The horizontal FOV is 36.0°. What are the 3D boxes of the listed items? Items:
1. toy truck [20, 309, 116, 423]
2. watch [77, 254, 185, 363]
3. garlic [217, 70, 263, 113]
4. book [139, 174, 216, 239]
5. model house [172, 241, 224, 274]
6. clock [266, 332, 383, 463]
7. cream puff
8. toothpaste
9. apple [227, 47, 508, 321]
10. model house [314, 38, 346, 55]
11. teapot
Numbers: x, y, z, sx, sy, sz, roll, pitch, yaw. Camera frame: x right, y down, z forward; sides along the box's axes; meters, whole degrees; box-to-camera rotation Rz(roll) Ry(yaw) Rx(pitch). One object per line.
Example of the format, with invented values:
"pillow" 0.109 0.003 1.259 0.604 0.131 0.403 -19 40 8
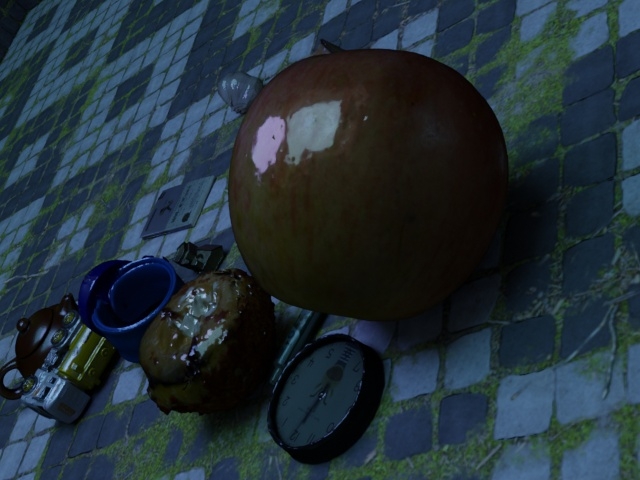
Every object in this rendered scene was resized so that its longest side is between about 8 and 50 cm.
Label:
"toy truck" -0.452 0.227 1.835 0.114 0.098 0.227 11 64 42
"watch" -0.309 0.115 1.736 0.200 0.171 0.196 15 67 40
"garlic" -0.174 -0.321 2.087 0.113 0.074 0.094 9 53 38
"book" -0.295 -0.067 2.027 0.181 0.014 0.127 -11 49 45
"model house" -0.221 0.027 1.796 0.083 0.057 0.058 3 64 55
"clock" 0.003 0.210 1.334 0.184 0.040 0.185 -32 35 27
"cream puff" -0.163 0.160 1.486 0.240 0.164 0.240 -23 34 17
"toothpaste" -0.022 0.126 1.465 0.049 0.031 0.204 3 58 52
"apple" 0.053 -0.059 1.268 0.364 0.364 0.364 -32 36 27
"model house" 0.053 -0.199 1.612 0.172 0.166 0.183 -57 44 18
"teapot" -0.559 0.211 1.956 0.252 0.135 0.178 -47 28 3
